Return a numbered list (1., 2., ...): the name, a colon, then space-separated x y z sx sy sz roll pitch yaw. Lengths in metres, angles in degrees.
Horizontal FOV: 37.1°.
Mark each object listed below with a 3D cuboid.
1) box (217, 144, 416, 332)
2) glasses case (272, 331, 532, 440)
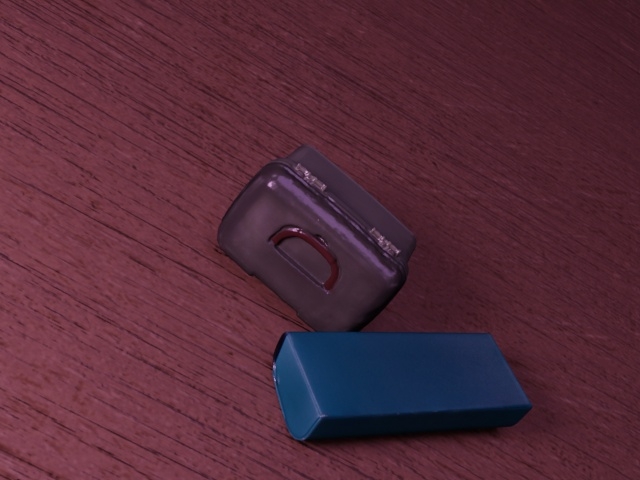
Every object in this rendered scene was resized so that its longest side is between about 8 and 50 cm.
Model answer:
1. box: 0.000 0.000 1.103 0.210 0.148 0.129 41 32 -1
2. glasses case: 0.093 0.165 1.082 0.301 0.070 0.117 4 45 -32
